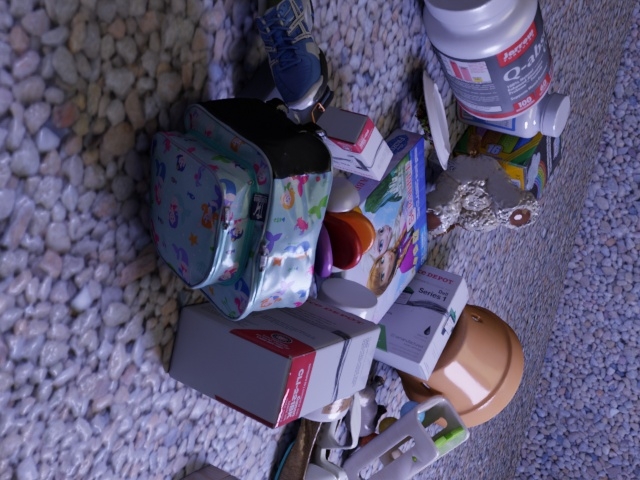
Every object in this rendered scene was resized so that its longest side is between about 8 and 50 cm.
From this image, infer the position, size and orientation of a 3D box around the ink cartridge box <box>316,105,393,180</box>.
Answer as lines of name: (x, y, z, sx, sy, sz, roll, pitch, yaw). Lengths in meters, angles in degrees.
ink cartridge box: (0.048, -0.159, 1.354, 0.056, 0.099, 0.135, -65, 151, -11)

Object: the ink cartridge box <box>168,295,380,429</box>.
ink cartridge box: (-0.061, 0.165, 1.255, 0.273, 0.197, 0.114, -8, 114, -59)

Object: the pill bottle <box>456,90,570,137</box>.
pill bottle: (0.421, -0.293, 1.808, 0.124, 0.221, 0.124, -39, 139, -45)

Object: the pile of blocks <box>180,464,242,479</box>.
pile of blocks: (-0.136, 0.504, 1.418, 0.149, 0.112, 0.362, -60, 150, -21)

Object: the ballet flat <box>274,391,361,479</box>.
ballet flat: (0.007, 0.388, 1.590, 0.116, 0.124, 0.343, 21, 89, -62)

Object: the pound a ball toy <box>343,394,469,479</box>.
pound a ball toy: (0.190, 0.453, 1.851, 0.208, 0.136, 0.319, -15, 156, -45)

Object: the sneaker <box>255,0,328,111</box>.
sneaker: (-0.048, -0.260, 1.086, 0.081, 0.080, 0.211, 28, 41, -51)

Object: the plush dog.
plush dog: (0.341, -0.092, 1.828, 0.225, 0.262, 0.211, 65, 24, -62)

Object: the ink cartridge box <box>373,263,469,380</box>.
ink cartridge box: (0.195, 0.160, 1.750, 0.219, 0.160, 0.093, -60, 150, -22)

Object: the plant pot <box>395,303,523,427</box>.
plant pot: (0.282, 0.252, 1.870, 0.203, 0.290, 0.291, 41, 69, -42)

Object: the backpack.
backpack: (-0.103, -0.029, 1.040, 0.191, 0.225, 0.254, -16, 125, -31)

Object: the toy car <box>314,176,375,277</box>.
toy car: (0.000, 0.000, 1.292, 0.182, 0.136, 0.159, -14, 126, -20)

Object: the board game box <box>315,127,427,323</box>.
board game box: (0.103, 0.003, 1.586, 0.318, 0.065, 0.319, -48, 143, -37)

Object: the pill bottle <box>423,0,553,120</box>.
pill bottle: (0.313, -0.397, 1.566, 0.210, 0.210, 0.363, -65, 151, -11)

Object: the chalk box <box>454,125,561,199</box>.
chalk box: (0.461, -0.226, 1.972, 0.289, 0.179, 0.180, -54, 147, -31)

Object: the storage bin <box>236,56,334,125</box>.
storage bin: (-0.051, -0.201, 1.171, 0.135, 0.098, 0.091, -57, 139, -25)

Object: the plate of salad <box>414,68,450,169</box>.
plate of salad: (0.216, -0.234, 1.622, 0.200, 0.048, 0.200, -10, 90, -74)

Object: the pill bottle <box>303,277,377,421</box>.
pill bottle: (0.018, 0.189, 1.446, 0.131, 0.131, 0.229, -20, 133, -56)

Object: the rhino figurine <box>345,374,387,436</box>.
rhino figurine: (0.085, 0.321, 1.744, 0.106, 0.073, 0.243, -52, 145, -37)
